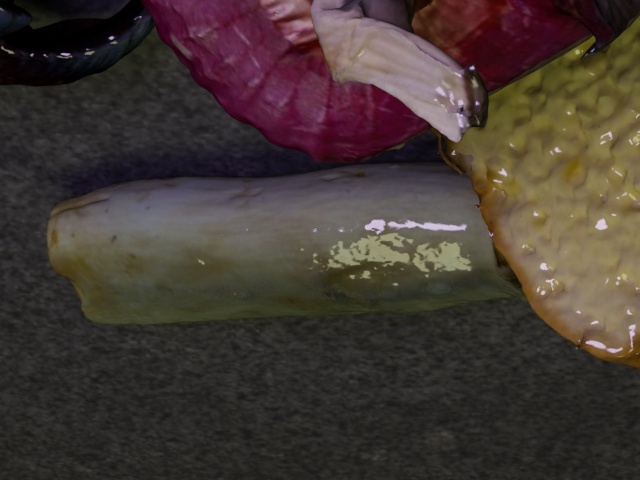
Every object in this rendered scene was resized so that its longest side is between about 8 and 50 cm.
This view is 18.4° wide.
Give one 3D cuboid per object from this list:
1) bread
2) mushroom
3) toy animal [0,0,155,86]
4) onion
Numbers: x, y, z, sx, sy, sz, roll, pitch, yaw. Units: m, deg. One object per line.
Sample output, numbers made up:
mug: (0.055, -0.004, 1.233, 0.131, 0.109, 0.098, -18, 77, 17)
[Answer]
bread: (0.152, -0.049, 0.924, 0.139, 0.229, 0.143, 10, 139, -44)
mushroom: (0.000, 0.000, 1.105, 0.312, 0.081, 0.100, -3, 138, 19)
toy animal: (-0.192, -0.104, 0.967, 0.218, 0.116, 0.179, 12, 142, -17)
onion: (0.020, -0.160, 0.770, 0.230, 0.256, 0.272, -6, -178, 36)
